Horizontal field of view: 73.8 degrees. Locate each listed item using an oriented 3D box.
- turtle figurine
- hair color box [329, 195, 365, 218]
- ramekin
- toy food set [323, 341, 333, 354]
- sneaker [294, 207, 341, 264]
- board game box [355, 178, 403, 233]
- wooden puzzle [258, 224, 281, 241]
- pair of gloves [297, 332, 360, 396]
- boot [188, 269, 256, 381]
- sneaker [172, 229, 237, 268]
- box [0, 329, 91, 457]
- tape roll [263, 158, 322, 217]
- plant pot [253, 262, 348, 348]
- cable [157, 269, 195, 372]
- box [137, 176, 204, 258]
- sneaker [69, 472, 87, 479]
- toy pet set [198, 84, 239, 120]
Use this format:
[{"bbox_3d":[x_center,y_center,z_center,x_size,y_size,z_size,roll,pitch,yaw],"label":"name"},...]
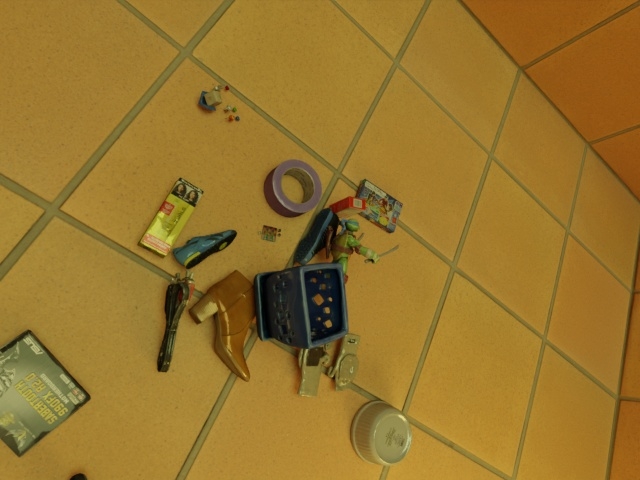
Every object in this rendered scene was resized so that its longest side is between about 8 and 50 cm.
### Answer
[{"bbox_3d":[0.116,0.077,1.464,0.275,0.198,0.266,29,86,-56],"label":"turtle figurine"},{"bbox_3d":[0.094,-0.117,1.529,0.072,0.141,0.043,9,75,-29],"label":"hair color box"},{"bbox_3d":[0.217,0.664,1.461,0.207,0.109,0.206,7,76,-29],"label":"ramekin"},{"bbox_3d":[0.004,0.363,1.450,0.078,0.019,0.122,35,65,-20],"label":"toy food set"},{"bbox_3d":[0.000,0.000,1.487,0.090,0.082,0.232,44,68,-34],"label":"sneaker"},{"bbox_3d":[0.224,-0.134,1.671,0.201,0.035,0.136,31,66,-22],"label":"board game box"},{"bbox_3d":[-0.172,-0.023,1.435,0.084,0.006,0.049,14,73,-27],"label":"wooden puzzle"},{"bbox_3d":[0.026,0.409,1.422,0.240,0.042,0.203,7,85,-34],"label":"pair of gloves"},{"bbox_3d":[-0.236,0.252,1.288,0.211,0.104,0.295,-39,102,-35],"label":"boot"},{"bbox_3d":[-0.348,0.005,1.292,0.082,0.069,0.209,43,49,15],"label":"sneaker"},{"bbox_3d":[-0.707,0.359,1.017,0.183,0.056,0.231,-41,101,-30],"label":"box"},{"bbox_3d":[-0.095,-0.178,1.469,0.189,0.080,0.188,7,76,-29],"label":"tape roll"},{"bbox_3d":[-0.066,0.192,1.298,0.236,0.212,0.235,-1,85,-58],"label":"plant pot"},{"bbox_3d":[-0.392,0.222,1.184,0.072,0.140,0.286,9,79,-38],"label":"cable"},{"bbox_3d":[-0.440,-0.068,1.258,0.087,0.058,0.232,34,66,-21],"label":"box"},{"bbox_3d":[-0.556,0.672,1.043,0.098,0.083,0.223,-3,86,-52],"label":"sneaker"},{"bbox_3d":[-0.341,-0.449,1.407,0.114,0.065,0.122,-25,97,-66],"label":"toy pet set"}]
